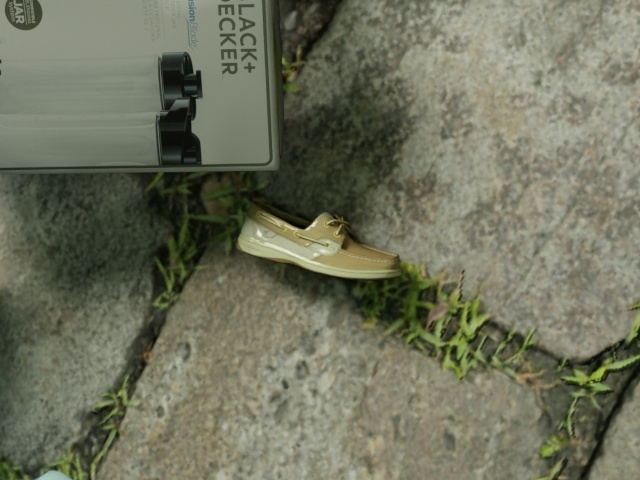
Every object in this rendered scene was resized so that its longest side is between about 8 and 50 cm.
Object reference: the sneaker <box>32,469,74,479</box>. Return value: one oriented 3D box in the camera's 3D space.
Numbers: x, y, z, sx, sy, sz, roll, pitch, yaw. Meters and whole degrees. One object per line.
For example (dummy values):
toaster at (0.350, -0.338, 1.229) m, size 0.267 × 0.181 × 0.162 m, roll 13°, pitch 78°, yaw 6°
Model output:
sneaker at (-0.350, 0.239, 1.348) m, size 0.319 × 0.127 × 0.208 m, roll -38°, pitch 83°, yaw 12°

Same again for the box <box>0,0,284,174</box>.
box at (-0.174, -0.142, 1.247) m, size 0.289 × 0.087 × 0.169 m, roll 0°, pitch 121°, yaw 1°

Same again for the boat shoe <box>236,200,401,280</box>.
boat shoe at (0.000, 0.000, 1.289) m, size 0.135 × 0.050 × 0.045 m, roll 12°, pitch 100°, yaw 14°
